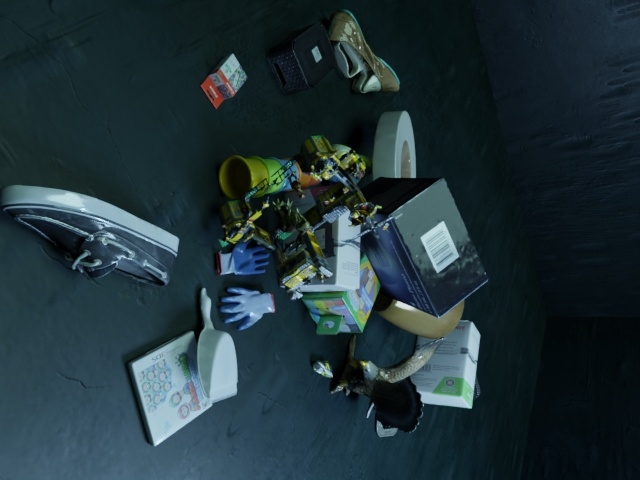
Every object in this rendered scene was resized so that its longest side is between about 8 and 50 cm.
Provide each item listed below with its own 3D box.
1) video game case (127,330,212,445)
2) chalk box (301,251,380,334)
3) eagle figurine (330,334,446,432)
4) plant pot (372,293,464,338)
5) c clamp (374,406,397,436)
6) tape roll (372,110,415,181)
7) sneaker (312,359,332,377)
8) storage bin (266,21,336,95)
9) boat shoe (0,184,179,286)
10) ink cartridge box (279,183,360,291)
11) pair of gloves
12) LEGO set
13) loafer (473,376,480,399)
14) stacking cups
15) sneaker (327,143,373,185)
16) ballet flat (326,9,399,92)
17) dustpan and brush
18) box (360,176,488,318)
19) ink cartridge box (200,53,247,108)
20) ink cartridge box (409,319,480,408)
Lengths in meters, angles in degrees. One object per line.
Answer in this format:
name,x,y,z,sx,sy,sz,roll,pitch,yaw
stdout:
video game case,-0.270,0.265,0.935,0.143,0.019,0.157,-25,107,-54
chalk box,0.047,0.150,1.316,0.132,0.132,0.213,62,39,-30
eagle figurine,0.177,0.363,1.330,0.225,0.298,0.227,8,79,-56
plant pot,0.274,0.177,1.589,0.254,0.237,0.237,15,73,-39
c clamp,0.209,0.542,1.598,0.160,0.022,0.137,31,60,-49
tape roll,0.239,-0.207,1.610,0.392,0.071,0.393,1,90,-71
sneaker,0.005,0.326,1.326,0.083,0.031,0.035,54,31,-42
storage bin,-0.044,-0.464,1.308,0.180,0.084,0.122,-55,129,-43
boat shoe,-0.346,0.006,0.792,0.301,0.108,0.102,33,57,-57
ink cartridge box,0.000,0.000,1.230,0.100,0.171,0.238,16,73,-52
pair of gloves,-0.163,0.089,1.111,0.159,0.023,0.199,-6,86,-54
LEGO set,-0.027,-0.026,1.033,0.255,0.331,0.192,48,13,-53
loafer,0.552,0.474,2.043,0.130,0.133,0.366,-82,161,-60
stacking cups,-0.093,-0.145,1.187,0.316,0.095,0.096,-11,95,-57
sneaker,0.081,-0.193,1.474,0.240,0.091,0.126,10,95,-55
ballet flat,0.120,-0.530,1.549,0.342,0.116,0.124,40,74,-46
dustpan and brush,-0.209,0.197,0.996,0.147,0.060,0.211,44,45,-76
box,0.221,0.006,1.312,0.182,0.294,0.296,-34,108,-15
ink cartridge box,-0.206,-0.342,1.101,0.063,0.029,0.115,57,43,-35
ink cartridge box,0.434,0.424,1.786,0.115,0.198,0.273,49,48,-41
